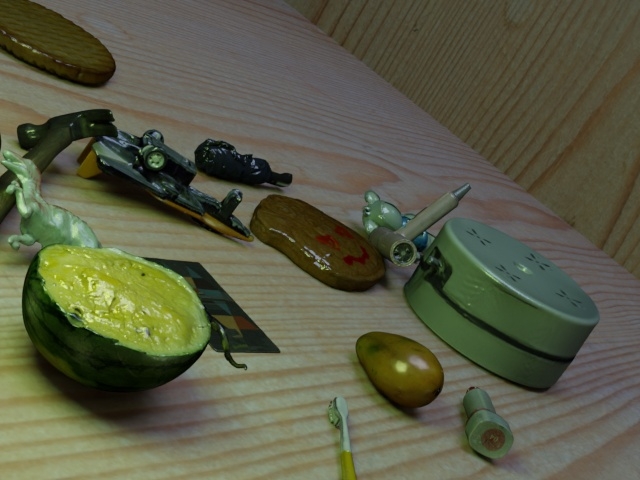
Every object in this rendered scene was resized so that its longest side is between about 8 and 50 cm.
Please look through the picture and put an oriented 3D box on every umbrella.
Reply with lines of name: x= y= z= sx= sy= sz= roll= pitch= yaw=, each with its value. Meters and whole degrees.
umbrella: x=-0.132 y=-0.135 z=2.178 sx=0.248 sy=0.071 sz=0.071 roll=16 pitch=24 yaw=-46

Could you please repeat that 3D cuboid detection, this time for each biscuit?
biscuit: x=0.001 y=-0.002 z=2.082 sx=0.257 sy=0.049 sz=0.273 roll=34 pitch=16 yaw=6
biscuit: x=-0.534 y=-0.389 z=2.216 sx=0.318 sy=0.040 sz=0.318 roll=28 pitch=19 yaw=-10

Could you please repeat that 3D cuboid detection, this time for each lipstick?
lipstick: x=0.244 y=0.266 z=1.772 sx=0.063 sy=0.057 sz=0.186 roll=30 pitch=12 yaw=-8

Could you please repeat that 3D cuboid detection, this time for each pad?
pad: x=-0.159 y=0.089 z=1.633 sx=0.211 sy=0.003 sz=0.143 roll=44 pitch=21 yaw=31

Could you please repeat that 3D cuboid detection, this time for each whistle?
whistle: x=0.168 y=-0.015 z=2.364 sx=0.236 sy=0.077 sz=0.114 roll=27 pitch=47 yaw=-34

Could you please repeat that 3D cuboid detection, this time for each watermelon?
watermelon: x=-0.228 y=0.097 z=1.284 sx=0.232 sy=0.127 sz=0.204 roll=15 pitch=24 yaw=-39

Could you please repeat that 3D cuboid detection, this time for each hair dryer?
hair dryer: x=0.205 y=-0.033 z=2.187 sx=0.053 sy=0.220 sz=0.195 roll=59 pitch=-3 yaw=-12

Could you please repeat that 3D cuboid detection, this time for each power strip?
power strip: x=0.322 y=0.108 z=2.147 sx=0.357 sy=0.161 sz=0.357 roll=28 pitch=18 yaw=-10

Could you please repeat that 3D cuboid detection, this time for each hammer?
hammer: x=-0.396 y=-0.087 z=1.558 sx=0.168 sy=0.044 sz=0.440 roll=-10 pitch=23 yaw=13

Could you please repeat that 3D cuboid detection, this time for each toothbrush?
toothbrush: x=0.032 y=0.277 z=1.428 sx=0.021 sy=0.024 sz=0.288 roll=25 pitch=21 yaw=-15

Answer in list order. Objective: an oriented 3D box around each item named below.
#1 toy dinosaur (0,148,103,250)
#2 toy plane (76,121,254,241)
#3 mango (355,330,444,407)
toy dinosaur: x=-0.304 y=0.003 z=1.457 sx=0.242 sy=0.053 sz=0.167 roll=31 pitch=38 yaw=-36
toy plane: x=-0.224 y=-0.091 z=1.837 sx=0.316 sy=0.103 sz=0.204 roll=25 pitch=18 yaw=-21
mango: x=0.117 y=0.184 z=1.712 sx=0.111 sy=0.089 sz=0.163 roll=24 pitch=11 yaw=-22
